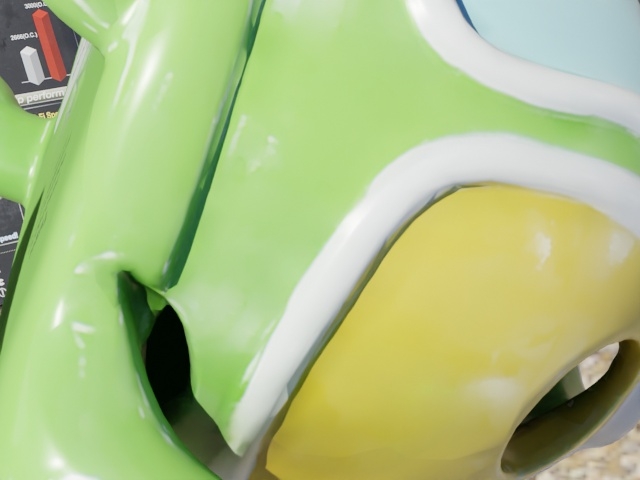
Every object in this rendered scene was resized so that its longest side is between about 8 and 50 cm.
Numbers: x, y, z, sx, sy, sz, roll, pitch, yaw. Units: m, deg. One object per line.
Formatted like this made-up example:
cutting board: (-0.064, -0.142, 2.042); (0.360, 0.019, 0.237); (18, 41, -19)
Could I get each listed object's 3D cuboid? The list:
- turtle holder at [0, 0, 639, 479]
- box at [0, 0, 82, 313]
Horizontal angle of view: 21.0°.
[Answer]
turtle holder: (0.006, -0.019, 0.518); (0.227, 0.320, 0.243); (18, 102, -12)
box: (-0.262, -0.059, 0.865); (0.307, 0.076, 0.242); (-15, 85, -34)
